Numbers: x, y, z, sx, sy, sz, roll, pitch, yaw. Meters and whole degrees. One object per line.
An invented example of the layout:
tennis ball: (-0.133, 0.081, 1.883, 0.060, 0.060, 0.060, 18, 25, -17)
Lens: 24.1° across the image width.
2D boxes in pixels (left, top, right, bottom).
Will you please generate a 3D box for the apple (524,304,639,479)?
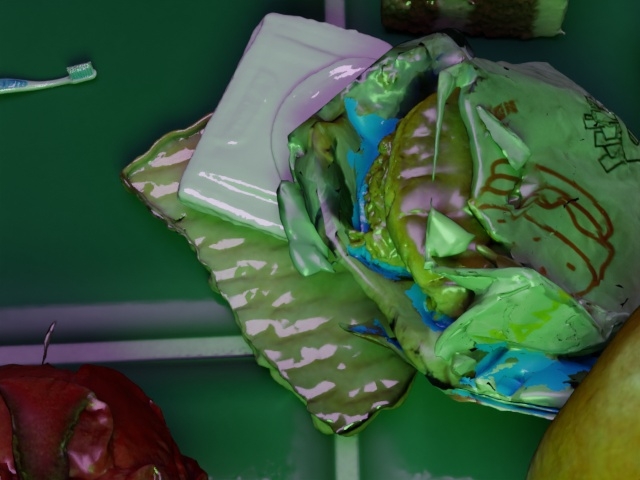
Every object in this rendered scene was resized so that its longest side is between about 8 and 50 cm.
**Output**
apple: (0.288, 0.169, 0.823, 0.346, 0.179, 0.254, 27, 105, 11)

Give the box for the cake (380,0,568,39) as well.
cake: (0.126, -0.231, 1.123, 0.147, 0.135, 0.134, 12, 64, 4)

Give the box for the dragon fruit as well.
dragon fruit: (-0.180, 0.154, 0.909, 0.234, 0.233, 0.293, -11, 45, -2)

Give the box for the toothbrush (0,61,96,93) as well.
toothbrush: (-0.253, -0.115, 1.156, 0.162, 0.017, 0.014, -12, 50, 2)

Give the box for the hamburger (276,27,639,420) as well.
hamburger: (0.116, -0.029, 0.980, 0.276, 0.150, 0.260, 35, 61, 2)

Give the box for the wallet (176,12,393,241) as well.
wallet: (-0.018, -0.084, 1.074, 0.124, 0.032, 0.182, 18, 64, 12)

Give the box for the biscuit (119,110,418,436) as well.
biscuit: (0.000, 0.000, 1.067, 0.187, 0.036, 0.273, -32, 65, -12)
